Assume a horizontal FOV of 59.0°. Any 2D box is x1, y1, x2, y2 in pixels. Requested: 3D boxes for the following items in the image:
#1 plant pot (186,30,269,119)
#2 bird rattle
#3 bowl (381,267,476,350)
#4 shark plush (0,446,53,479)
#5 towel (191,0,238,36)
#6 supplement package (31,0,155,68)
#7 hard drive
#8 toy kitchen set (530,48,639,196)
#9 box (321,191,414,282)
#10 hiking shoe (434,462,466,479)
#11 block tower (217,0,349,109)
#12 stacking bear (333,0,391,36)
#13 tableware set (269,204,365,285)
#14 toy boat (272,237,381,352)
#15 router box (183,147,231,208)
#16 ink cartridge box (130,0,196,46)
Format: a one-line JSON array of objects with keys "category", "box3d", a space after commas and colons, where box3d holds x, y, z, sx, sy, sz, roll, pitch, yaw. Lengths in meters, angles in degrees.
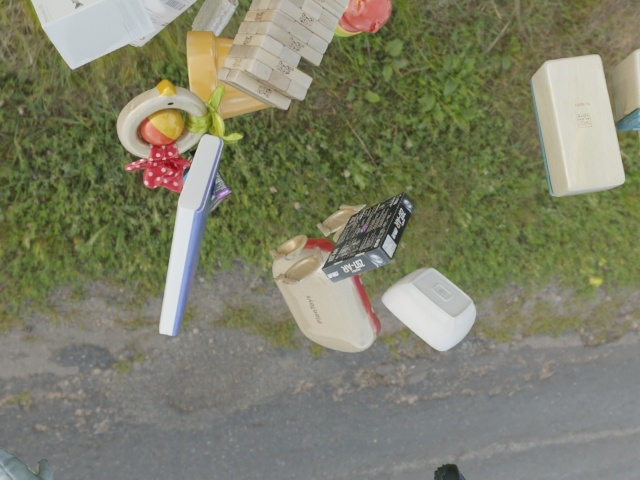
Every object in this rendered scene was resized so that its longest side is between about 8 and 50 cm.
[{"category": "plant pot", "box3d": [-0.193, -0.366, 1.274, 0.188, 0.205, 0.205, -5, 132, -7]}, {"category": "bird rattle", "box3d": [-0.284, -0.208, 1.053, 0.254, 0.143, 0.207, -26, 155, 19]}, {"category": "bowl", "box3d": [0.189, 0.102, 0.935, 0.142, 0.142, 0.053, -21, 147, -53]}, {"category": "shark plush", "box3d": [-0.291, 0.276, 0.563, 0.073, 0.161, 0.067, -21, 142, -32]}, {"category": "towel", "box3d": [-0.285, -0.596, 1.512, 0.049, 0.282, 0.187, 24, 122, -27]}, {"category": "supplement package", "box3d": [-0.427, -0.427, 1.072, 0.179, 0.105, 0.105, -29, 151, -7]}, {"category": "hard drive", "box3d": [-0.239, -0.005, 1.036, 0.040, 0.210, 0.318, 14, 131, -9]}, {"category": "toy kitchen set", "box3d": [0.312, -0.107, 0.583, 0.207, 0.122, 0.166, -7, 174, 0]}, {"category": "box", "box3d": [0.044, -0.003, 0.508, 0.067, 0.083, 0.018, -24, 114, 39]}, {"category": "hiking shoe", "box3d": [0.288, 0.448, 0.825, 0.132, 0.304, 0.113, -37, 165, 4]}, {"category": "block tower", "box3d": [-0.015, -0.345, 0.751, 0.097, 0.091, 0.335, 21, 96, -38]}, {"category": "stacking bear", "box3d": [0.066, -0.579, 1.393, 0.164, 0.289, 0.175, 8, 110, -31]}, {"category": "tableware set", "box3d": [0.000, 0.000, 0.787, 0.169, 0.141, 0.020, -35, 112, -6]}, {"category": "toy boat", "box3d": [0.030, 0.077, 0.969, 0.151, 0.151, 0.231, -49, 127, -39]}, {"category": "router box", "box3d": [-0.298, -0.145, 1.427, 0.046, 0.133, 0.179, -33, -177, -26]}, {"category": "ink cartridge box", "box3d": [-0.387, -0.534, 1.224, 0.218, 0.092, 0.159, -29, 166, 24]}]
